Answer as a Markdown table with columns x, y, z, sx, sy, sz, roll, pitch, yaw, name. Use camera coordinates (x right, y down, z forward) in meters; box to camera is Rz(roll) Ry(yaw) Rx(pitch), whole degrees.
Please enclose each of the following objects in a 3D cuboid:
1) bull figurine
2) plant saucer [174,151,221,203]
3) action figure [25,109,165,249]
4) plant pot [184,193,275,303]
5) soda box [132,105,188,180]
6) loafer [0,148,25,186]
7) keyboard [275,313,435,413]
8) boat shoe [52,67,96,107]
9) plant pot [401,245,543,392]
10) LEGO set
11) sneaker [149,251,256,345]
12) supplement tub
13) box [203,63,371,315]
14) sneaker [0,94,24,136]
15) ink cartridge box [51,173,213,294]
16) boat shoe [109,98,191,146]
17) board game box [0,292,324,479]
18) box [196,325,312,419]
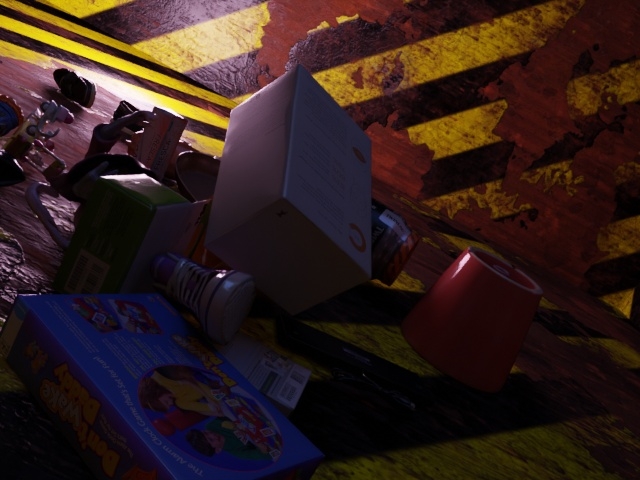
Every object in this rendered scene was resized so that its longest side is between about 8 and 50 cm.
| x | y | z | sx | sy | sz | roll | pitch | yaw | name |
| --- | --- | --- | --- | --- | --- | --- | --- | --- | --- |
| -0.330 | -0.186 | 1.819 | 0.310 | 0.101 | 0.188 | 29 | 11 | -9 | bull figurine |
| -0.199 | -0.078 | 1.625 | 0.310 | 0.050 | 0.311 | 35 | 19 | -14 | plant saucer |
| -0.380 | -0.081 | 1.357 | 0.370 | 0.275 | 0.248 | 28 | -36 | 60 | action figure |
| -0.125 | 0.021 | 1.380 | 0.188 | 0.205 | 0.205 | 37 | 8 | -35 | plant pot |
| -0.369 | -0.204 | 1.641 | 0.063 | 0.183 | 0.058 | 35 | 16 | 24 | soda box |
| -0.590 | -0.132 | 1.211 | 0.078 | 0.076 | 0.223 | 28 | 9 | 27 | loafer |
| 0.066 | 0.233 | 1.321 | 0.317 | 0.033 | 0.201 | 25 | 9 | -13 | keyboard |
| -0.673 | -0.418 | 1.995 | 0.073 | 0.080 | 0.223 | 10 | 19 | -38 | boat shoe |
| 0.354 | 0.164 | 1.661 | 0.274 | 0.243 | 0.275 | 26 | 15 | -8 | plant pot |
| -0.542 | -0.185 | 1.430 | 0.107 | 0.132 | 0.287 | 41 | -14 | -23 | LEGO set |
| -0.181 | 0.073 | 1.046 | 0.161 | 0.102 | 0.282 | 26 | -10 | -1 | sneaker |
| 0.085 | -0.028 | 1.884 | 0.316 | 0.194 | 0.193 | 31 | 15 | 10 | supplement tub |
| -0.040 | -0.089 | 1.227 | 0.215 | 0.168 | 0.345 | 42 | 34 | -32 | box |
| -0.639 | -0.213 | 1.278 | 0.221 | 0.083 | 0.087 | 0 | 38 | 8 | sneaker |
| -0.278 | -0.002 | 1.154 | 0.097 | 0.189 | 0.255 | 30 | 14 | 9 | ink cartridge box |
| -0.457 | -0.307 | 2.022 | 0.233 | 0.079 | 0.084 | 26 | 14 | -18 | boat shoe |
| -0.193 | 0.193 | 0.883 | 0.347 | 0.078 | 0.233 | 38 | 17 | 29 | board game box |
| -0.113 | 0.192 | 1.110 | 0.186 | 0.038 | 0.145 | 31 | 15 | 2 | box |
